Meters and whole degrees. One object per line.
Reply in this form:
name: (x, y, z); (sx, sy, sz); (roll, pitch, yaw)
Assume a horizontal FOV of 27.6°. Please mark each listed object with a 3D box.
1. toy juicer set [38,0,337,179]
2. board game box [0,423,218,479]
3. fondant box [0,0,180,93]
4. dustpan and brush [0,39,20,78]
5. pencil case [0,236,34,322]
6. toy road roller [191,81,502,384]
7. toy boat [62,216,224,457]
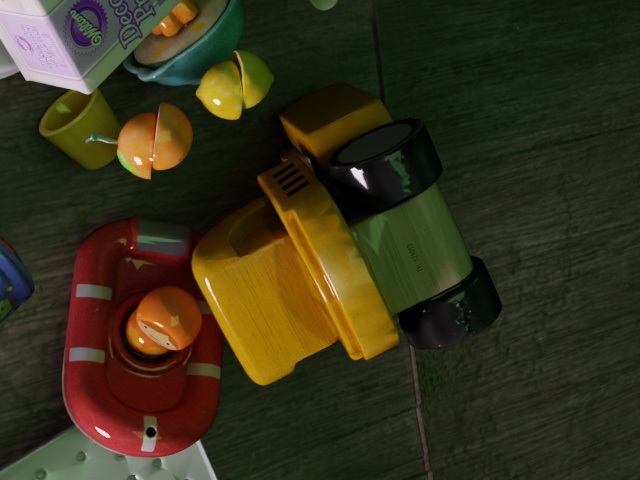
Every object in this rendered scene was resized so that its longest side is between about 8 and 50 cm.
toy juicer set: (-0.105, -0.192, 1.196); (0.329, 0.209, 0.089); (-49, 125, -15)
board game box: (-0.244, 0.387, 1.271); (0.390, 0.050, 0.390); (-30, 109, -26)
fondant box: (-0.177, -0.325, 1.129); (0.330, 0.096, 0.238); (-51, 138, -26)
dustpan and brush: (-0.331, -0.176, 1.165); (0.147, 0.060, 0.211); (47, 67, -32)
pencil case: (-0.396, 0.093, 1.121); (0.133, 0.119, 0.306); (42, 71, 17)
toy road roller: (0.000, 0.000, 1.243); (0.241, 0.329, 0.202); (-26, 109, -4)
toy boat: (-0.153, 0.084, 1.206); (0.151, 0.151, 0.231); (8, 73, -19)
